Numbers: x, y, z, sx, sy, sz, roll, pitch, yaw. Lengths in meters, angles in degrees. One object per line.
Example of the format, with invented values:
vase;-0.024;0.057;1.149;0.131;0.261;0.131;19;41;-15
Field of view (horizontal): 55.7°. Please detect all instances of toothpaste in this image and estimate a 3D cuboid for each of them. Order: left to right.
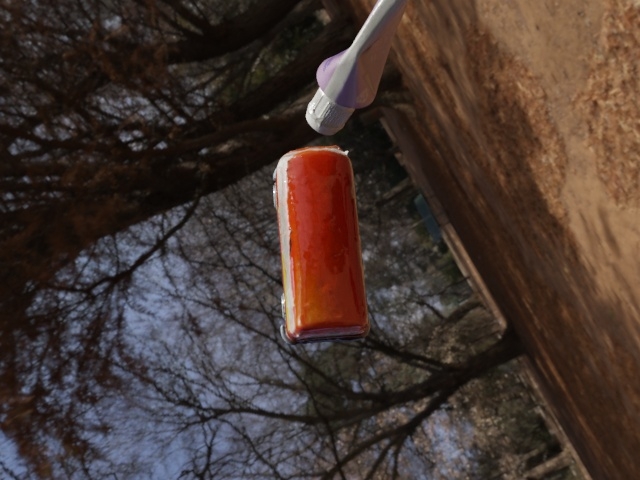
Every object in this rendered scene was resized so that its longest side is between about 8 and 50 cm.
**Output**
toothpaste;0.070;-0.185;0.378;0.048;0.301;0.075;19;-138;-21

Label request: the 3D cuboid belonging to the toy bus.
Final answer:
toy bus;0.000;0.000;0.519;0.077;0.079;0.174;109;157;-79
